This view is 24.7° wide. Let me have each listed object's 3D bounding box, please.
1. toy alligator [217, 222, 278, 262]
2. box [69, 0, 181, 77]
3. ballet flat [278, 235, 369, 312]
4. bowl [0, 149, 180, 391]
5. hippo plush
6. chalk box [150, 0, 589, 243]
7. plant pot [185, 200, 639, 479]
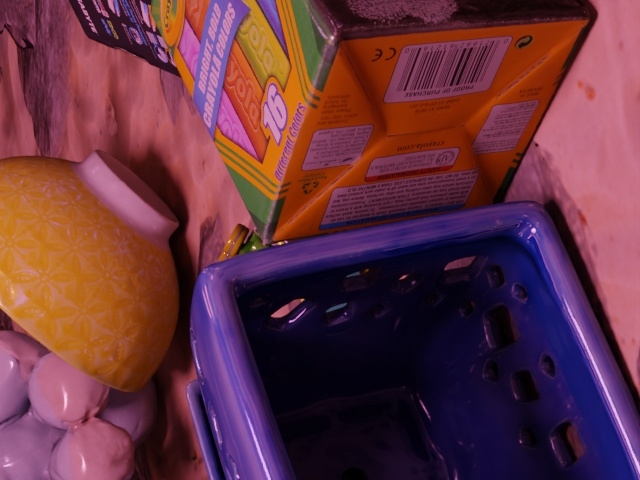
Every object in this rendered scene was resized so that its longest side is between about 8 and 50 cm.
[{"bbox_3d":[-0.046,0.000,1.243,0.051,0.056,0.189,-61,2,-19],"label":"toy alligator"},{"bbox_3d":[-0.142,-0.264,1.159,0.293,0.073,0.295,24,146,45],"label":"box"},{"bbox_3d":[0.000,0.000,1.144,0.077,0.077,0.231,162,96,-79],"label":"ballet flat"},{"bbox_3d":[-0.237,0.002,1.489,0.156,0.289,0.289,-46,42,5],"label":"bowl"},{"bbox_3d":[-0.268,0.240,1.589,0.234,0.236,0.294,37,105,25],"label":"hippo plush"},{"bbox_3d":[0.007,-0.169,0.947,0.289,0.180,0.179,63,149,34],"label":"chalk box"},{"bbox_3d":[0.046,0.135,0.918,0.212,0.236,0.236,120,134,-61],"label":"plant pot"}]
